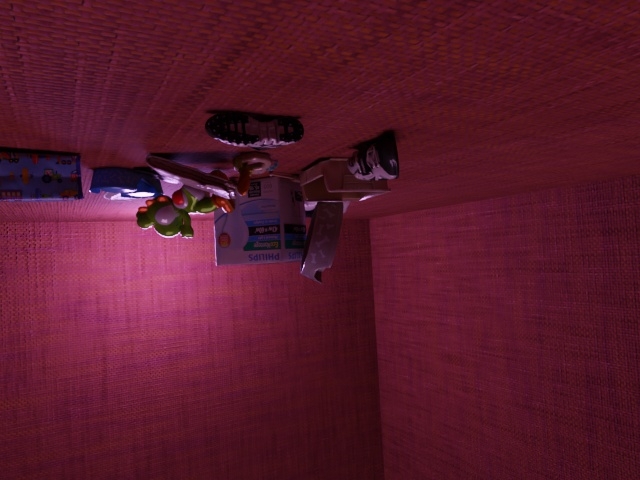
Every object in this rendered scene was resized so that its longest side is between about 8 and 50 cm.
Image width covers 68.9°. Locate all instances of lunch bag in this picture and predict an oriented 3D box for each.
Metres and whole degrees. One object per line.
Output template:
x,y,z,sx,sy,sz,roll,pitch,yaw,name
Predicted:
-0.873,-0.190,1.414,0.221,0.137,0.293,-5,-171,-38,lunch bag

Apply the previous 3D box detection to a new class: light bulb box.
-0.265,-0.075,2.056,0.358,0.360,0.225,-5,178,28,light bulb box

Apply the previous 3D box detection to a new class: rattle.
-0.200,-0.210,1.542,0.130,0.142,0.200,-28,165,10,rattle

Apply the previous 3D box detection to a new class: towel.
-0.409,-0.199,1.510,0.283,0.049,0.187,19,175,-7,towel

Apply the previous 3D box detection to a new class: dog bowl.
0.000,0.000,1.895,0.102,0.348,0.349,14,176,-5,dog bowl
-0.700,-0.207,1.699,0.166,0.073,0.297,-4,177,18,dog bowl

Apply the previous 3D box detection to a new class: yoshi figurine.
-0.504,-0.119,1.764,0.363,0.202,0.203,-20,-160,5,yoshi figurine

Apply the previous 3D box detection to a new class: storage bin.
0.083,-0.222,1.752,0.261,0.122,0.262,-3,179,-20,storage bin

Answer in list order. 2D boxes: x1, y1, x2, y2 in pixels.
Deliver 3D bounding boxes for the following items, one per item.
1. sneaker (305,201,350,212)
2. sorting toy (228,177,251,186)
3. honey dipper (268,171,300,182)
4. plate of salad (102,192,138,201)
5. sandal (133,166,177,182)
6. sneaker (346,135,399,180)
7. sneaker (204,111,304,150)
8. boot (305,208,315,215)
0.006,-0.216,2.239,0.306,0.114,0.152,5,146,-22,sneaker
-0.332,-0.241,1.902,0.102,0.042,0.061,-16,-159,-32,sorting toy
-0.141,-0.255,1.854,0.031,0.030,0.161,-5,174,42,honey dipper
-0.806,-0.205,1.955,0.200,0.048,0.200,-13,174,-1,plate of salad
-0.558,-0.238,1.634,0.179,0.040,0.067,13,167,-21,sandal
0.159,-0.237,1.442,0.147,0.122,0.330,-5,178,-1,sneaker
-0.164,-0.253,1.117,0.235,0.078,0.106,-4,176,-27,sneaker
-0.237,-0.179,2.561,0.367,0.146,0.445,17,-157,34,boot
